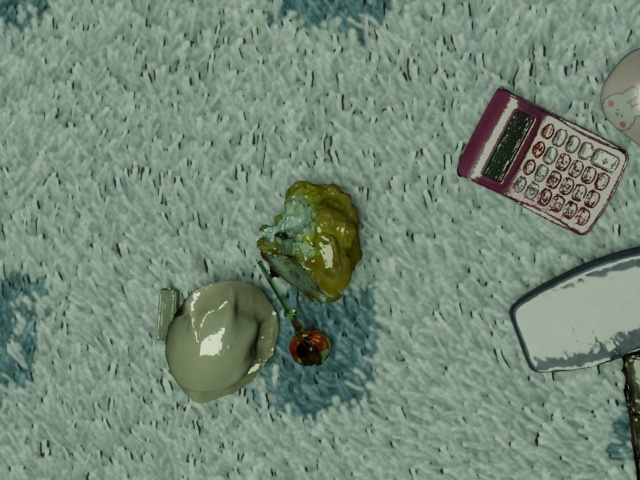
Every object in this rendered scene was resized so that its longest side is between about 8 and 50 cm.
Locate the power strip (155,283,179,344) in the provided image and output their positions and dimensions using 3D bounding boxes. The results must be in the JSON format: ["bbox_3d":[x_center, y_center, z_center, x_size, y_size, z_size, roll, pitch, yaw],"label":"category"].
[{"bbox_3d":[-0.205,0.099,2.075,0.027,0.017,0.083,7,100,10],"label":"power strip"}]

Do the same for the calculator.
[{"bbox_3d":[0.279,-0.097,1.934,0.190,0.034,0.126,27,102,1],"label":"calculator"}]

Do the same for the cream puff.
[{"bbox_3d":[0.001,-0.001,1.961,0.121,0.156,0.156,32,106,-26],"label":"cream puff"}]

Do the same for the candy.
[{"bbox_3d":[-0.040,0.094,1.991,0.056,0.049,0.184,-20,123,13],"label":"candy"}]

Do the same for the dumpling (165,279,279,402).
[{"bbox_3d":[-0.130,0.136,2.033,0.150,0.092,0.176,2,95,-4],"label":"dumpling"}]

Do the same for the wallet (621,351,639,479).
[{"bbox_3d":[0.481,0.289,1.944,0.169,0.044,0.317,-7,95,17],"label":"wallet"}]

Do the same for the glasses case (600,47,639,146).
[{"bbox_3d":[0.473,-0.119,1.865,0.297,0.075,0.113,38,102,4],"label":"glasses case"}]

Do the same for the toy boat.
[{"bbox_3d":[0.373,0.078,1.913,0.283,0.078,0.127,-22,83,15],"label":"toy boat"}]
